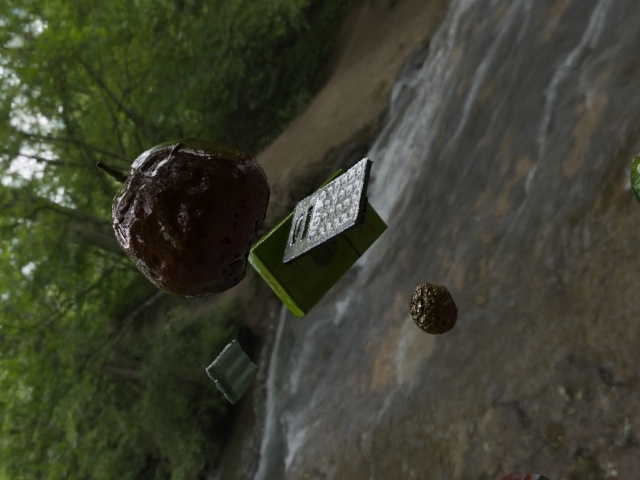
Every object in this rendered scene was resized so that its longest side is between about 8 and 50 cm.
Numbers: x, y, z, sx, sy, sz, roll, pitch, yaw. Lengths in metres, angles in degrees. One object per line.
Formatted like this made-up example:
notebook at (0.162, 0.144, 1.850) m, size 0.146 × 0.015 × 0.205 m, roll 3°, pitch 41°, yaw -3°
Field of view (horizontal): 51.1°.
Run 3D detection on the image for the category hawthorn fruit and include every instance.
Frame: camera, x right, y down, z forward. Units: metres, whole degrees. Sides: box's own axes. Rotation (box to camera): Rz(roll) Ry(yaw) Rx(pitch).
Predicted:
hawthorn fruit at (-0.206, -0.047, 0.966) m, size 0.230 × 0.266 × 0.210 m, roll -68°, pitch -14°, yaw 13°

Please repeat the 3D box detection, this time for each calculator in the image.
calculator at (0.010, -0.053, 1.342) m, size 0.262 × 0.021 × 0.161 m, roll -30°, pitch 40°, yaw 47°

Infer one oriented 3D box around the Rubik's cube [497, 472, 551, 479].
Rubik's cube at (0.529, 0.751, 1.695) m, size 0.264 × 0.319 × 0.319 m, roll 35°, pitch 113°, yaw 58°

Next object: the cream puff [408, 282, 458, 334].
cream puff at (0.287, 0.178, 1.746) m, size 0.126 × 0.103 × 0.143 m, roll -45°, pitch 57°, yaw 55°

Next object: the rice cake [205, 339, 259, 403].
rice cake at (-0.224, 0.334, 1.707) m, size 0.038 × 0.124 × 0.211 m, roll -40°, pitch -3°, yaw 12°

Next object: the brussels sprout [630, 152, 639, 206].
brussels sprout at (0.757, -0.129, 1.463) m, size 0.143 × 0.162 × 0.180 m, roll 100°, pitch 153°, yaw -53°

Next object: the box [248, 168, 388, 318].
box at (0.000, 0.000, 1.520) m, size 0.335 × 0.187 × 0.047 m, roll -45°, pitch 10°, yaw -34°
